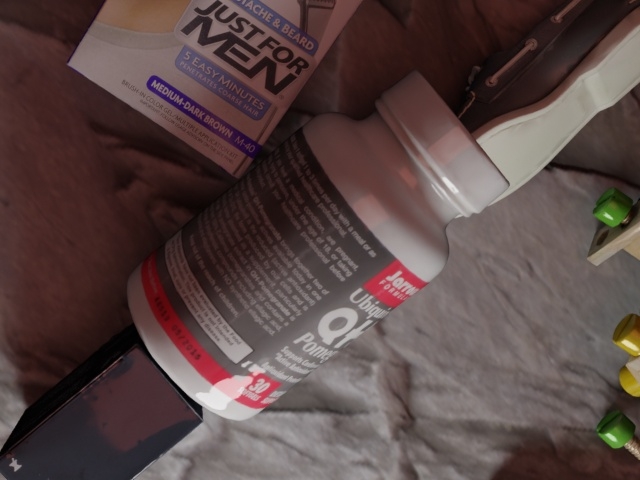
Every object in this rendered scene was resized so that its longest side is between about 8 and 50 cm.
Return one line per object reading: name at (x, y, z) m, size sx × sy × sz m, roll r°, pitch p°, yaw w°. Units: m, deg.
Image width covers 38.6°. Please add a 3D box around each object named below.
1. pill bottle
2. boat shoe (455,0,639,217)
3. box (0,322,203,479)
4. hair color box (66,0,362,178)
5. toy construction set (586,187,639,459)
pill bottle at (0.000, 0.000, 0.806) m, size 0.318 × 0.176 × 0.176 m, roll -39°, pitch 99°, yaw 12°
boat shoe at (0.200, -0.141, 0.914) m, size 0.319 × 0.116 × 0.099 m, roll -38°, pitch 56°, yaw 3°
box at (-0.194, 0.160, 0.835) m, size 0.156 × 0.158 × 0.093 m, roll -40°, pitch 99°, yaw -3°
hair color box at (-0.051, -0.247, 0.804) m, size 0.185 × 0.110 × 0.339 m, roll 33°, pitch 105°, yaw -9°
toy construction set at (0.355, 0.059, 0.847) m, size 0.237 × 0.309 × 0.257 m, roll 42°, pitch 80°, yaw -4°
